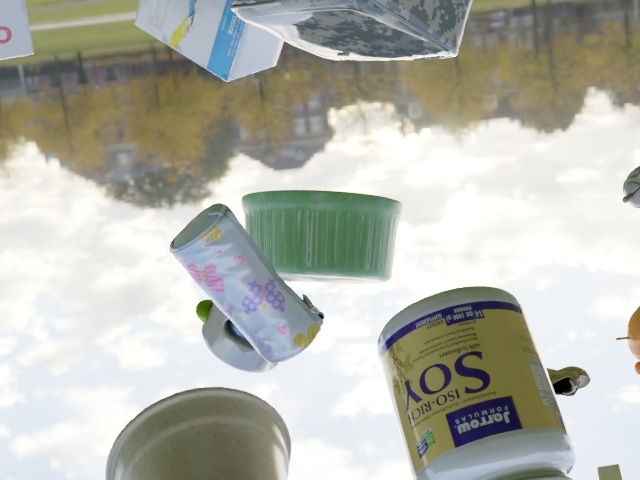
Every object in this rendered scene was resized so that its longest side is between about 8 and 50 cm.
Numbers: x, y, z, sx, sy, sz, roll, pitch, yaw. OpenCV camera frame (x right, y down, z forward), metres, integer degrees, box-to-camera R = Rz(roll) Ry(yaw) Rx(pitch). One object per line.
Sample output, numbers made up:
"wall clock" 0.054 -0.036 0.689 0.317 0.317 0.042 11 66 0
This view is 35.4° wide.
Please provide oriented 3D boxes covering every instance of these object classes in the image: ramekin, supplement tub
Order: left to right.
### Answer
"ramekin" 0.000 0.000 1.871 0.303 0.148 0.303 3 174 0
"supplement tub" 0.233 0.261 1.487 0.241 0.331 0.241 -11 149 -7

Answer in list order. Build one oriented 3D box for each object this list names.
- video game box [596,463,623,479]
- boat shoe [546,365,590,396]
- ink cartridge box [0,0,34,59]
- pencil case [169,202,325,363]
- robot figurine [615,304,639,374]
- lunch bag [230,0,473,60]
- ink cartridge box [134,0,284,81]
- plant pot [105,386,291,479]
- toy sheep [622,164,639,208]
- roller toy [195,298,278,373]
"video game box" 0.518 0.511 1.720 0.048 0.187 0.205 -14 -172 14
"boat shoe" 0.418 0.246 1.721 0.135 0.050 0.045 2 -153 -35
"ink cartridge box" -0.551 -0.410 1.289 0.279 0.384 0.160 -18 -153 -30
"pencil case" -0.114 0.069 1.582 0.124 0.273 0.113 -27 -157 37
"robot figurine" 0.635 0.176 1.770 0.219 0.128 0.158 21 158 -13
"lunch bag" 0.063 -0.372 1.248 0.213 0.256 0.305 18 176 -35
"ink cartridge box" -0.192 -0.434 1.857 0.233 0.168 0.171 33 -147 16
"plant pot" -0.171 0.468 1.660 0.334 0.333 0.305 -9 -148 -14
"toy sheep" 0.601 -0.100 1.843 0.132 0.091 0.091 -21 -163 -25
"roller toy" -0.143 0.175 2.150 0.209 0.146 0.191 8 -148 -39
